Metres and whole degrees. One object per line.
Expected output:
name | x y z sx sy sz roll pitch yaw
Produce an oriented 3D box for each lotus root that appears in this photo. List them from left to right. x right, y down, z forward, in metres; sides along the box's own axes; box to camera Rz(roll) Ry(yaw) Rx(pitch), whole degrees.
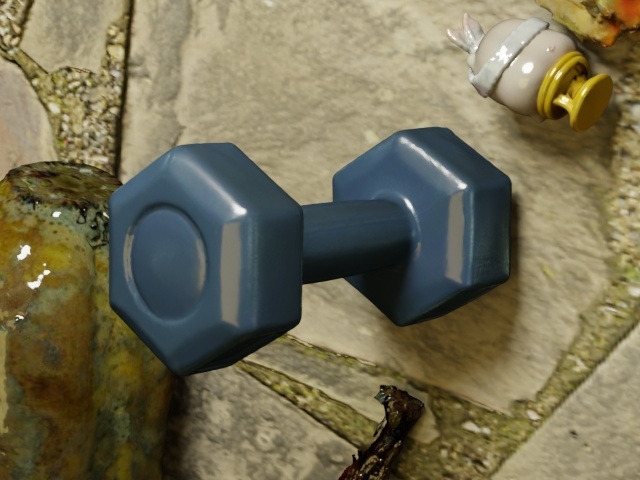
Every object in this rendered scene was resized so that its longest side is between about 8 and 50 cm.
lotus root | -0.248 0.107 1.495 0.250 0.250 0.346 18 109 34

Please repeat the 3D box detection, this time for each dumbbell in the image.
dumbbell | 0.001 0.000 1.196 0.156 0.316 0.143 42 121 30

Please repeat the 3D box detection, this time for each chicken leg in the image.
chicken leg | 0.046 0.241 1.408 0.106 0.051 0.253 7 106 31

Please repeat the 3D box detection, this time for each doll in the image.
doll | 0.149 -0.122 1.208 0.127 0.073 0.084 34 160 28

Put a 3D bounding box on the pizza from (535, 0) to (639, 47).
pizza | 0.131 -0.260 1.178 0.251 0.074 0.287 -3 99 42
